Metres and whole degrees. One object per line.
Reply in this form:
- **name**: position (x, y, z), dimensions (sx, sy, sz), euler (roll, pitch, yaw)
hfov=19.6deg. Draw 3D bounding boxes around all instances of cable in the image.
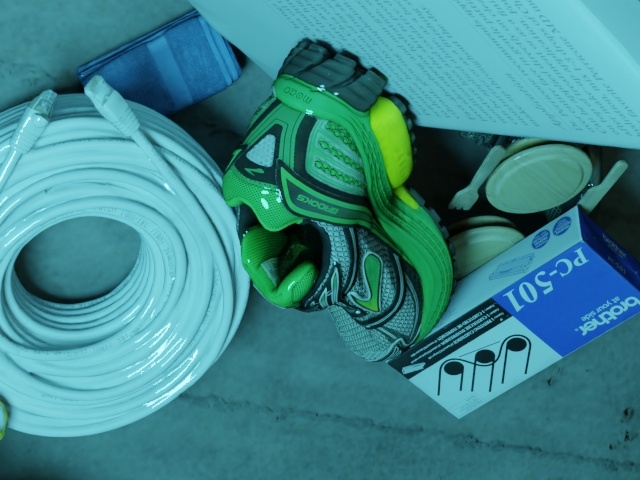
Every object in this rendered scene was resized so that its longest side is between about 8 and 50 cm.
- **cable**: position (-0.181, 0.018, 1.379), dimensions (0.257, 0.089, 0.257), euler (-45, 121, 7)

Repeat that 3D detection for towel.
- **towel**: position (-0.122, -0.125, 1.408), dimensions (0.119, 0.029, 0.067), euler (-29, 117, -14)

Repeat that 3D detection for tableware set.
- **tableware set**: position (0.149, -0.027, 1.494), dimensions (0.128, 0.039, 0.194), euler (5, 142, -26)

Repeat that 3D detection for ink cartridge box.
- **ink cartridge box**: position (0.161, 0.062, 1.529), dimensions (0.207, 0.046, 0.097), euler (-34, 124, 27)

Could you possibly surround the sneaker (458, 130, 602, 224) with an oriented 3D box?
- **sneaker**: position (0.167, -0.085, 1.527), dimensions (0.130, 0.087, 0.227), euler (-8, 130, 3)

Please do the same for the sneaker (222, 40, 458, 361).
- **sneaker**: position (0.000, 0.000, 1.390), dimensions (0.146, 0.134, 0.343), euler (-51, 149, -17)

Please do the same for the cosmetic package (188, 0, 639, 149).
- **cosmetic package**: position (0.081, -0.197, 1.224), dimensions (0.230, 0.453, 0.161), euler (42, 74, -30)

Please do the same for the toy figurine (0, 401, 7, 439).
- **toy figurine**: position (-0.309, 0.223, 1.295), dimensions (0.191, 0.217, 0.362), euler (-23, 120, 11)
